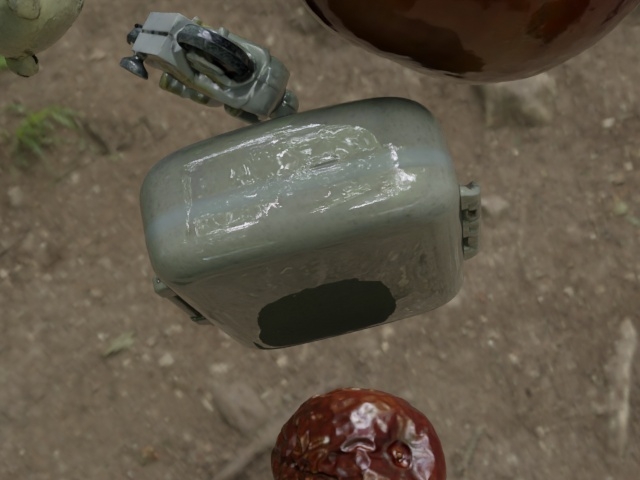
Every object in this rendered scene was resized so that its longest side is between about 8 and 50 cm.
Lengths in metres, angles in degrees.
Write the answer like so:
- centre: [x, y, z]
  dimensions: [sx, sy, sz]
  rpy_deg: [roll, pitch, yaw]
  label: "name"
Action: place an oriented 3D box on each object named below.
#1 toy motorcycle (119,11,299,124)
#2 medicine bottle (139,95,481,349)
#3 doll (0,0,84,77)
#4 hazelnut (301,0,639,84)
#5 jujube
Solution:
- centre: [-0.090, -0.151, 0.935]
  dimensions: [0.074, 0.151, 0.228]
  rpy_deg: [-65, 26, -3]
  label: "toy motorcycle"
- centre: [0.000, 0.000, 0.936]
  dimensions: [0.282, 0.375, 0.123]
  rpy_deg: [-16, 74, 4]
  label: "medicine bottle"
- centre: [-0.334, -0.326, 1.129]
  dimensions: [0.149, 0.175, 0.278]
  rpy_deg: [-25, 75, -19]
  label: "doll"
- centre: [0.082, -0.309, 0.781]
  dimensions: [0.359, 0.359, 0.409]
  rpy_deg: [-31, 67, -3]
  label: "hazelnut"
- centre: [0.042, 0.304, 1.404]
  dimensions: [0.232, 0.213, 0.213]
  rpy_deg: [-38, 18, 54]
  label: "jujube"
